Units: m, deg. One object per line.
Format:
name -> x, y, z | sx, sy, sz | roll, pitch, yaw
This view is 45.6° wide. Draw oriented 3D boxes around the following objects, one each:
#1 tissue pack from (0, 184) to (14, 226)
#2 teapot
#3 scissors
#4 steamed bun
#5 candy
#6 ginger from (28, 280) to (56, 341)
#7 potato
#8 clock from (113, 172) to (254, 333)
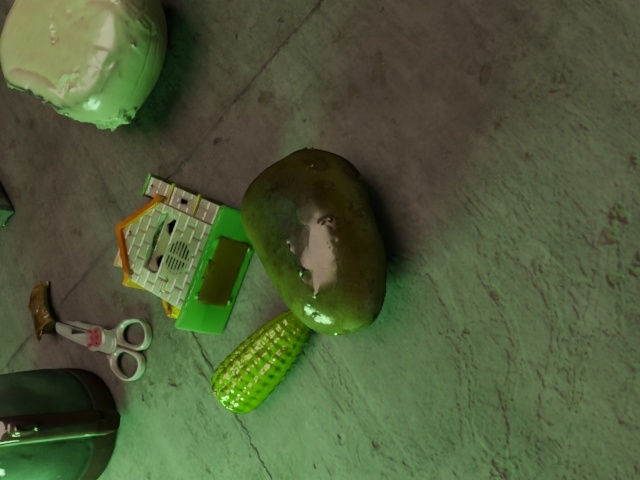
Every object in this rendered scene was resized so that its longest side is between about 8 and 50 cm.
tissue pack -> -0.777, -0.106, 1.712 | 0.065, 0.116, 0.155 | -47, 61, 21
teapot -> -0.527, 0.341, 1.352 | 0.315, 0.312, 0.233 | -16, 75, 30
scissors -> -0.427, 0.193, 1.480 | 0.242, 0.031, 0.118 | 10, 87, 30
steamed bun -> -0.426, -0.379, 1.465 | 0.334, 0.233, 0.311 | 35, 99, 24
candy -> -0.086, 0.186, 1.227 | 0.209, 0.097, 0.096 | -48, 60, 11
ginger -> -0.579, 0.150, 1.583 | 0.057, 0.044, 0.137 | -59, 45, 46
potato -> 0.000, 0.000, 1.151 | 0.210, 0.173, 0.307 | -32, 67, 22
clock -> -0.254, 0.016, 1.362 | 0.255, 0.106, 0.219 | 24, 93, 39
